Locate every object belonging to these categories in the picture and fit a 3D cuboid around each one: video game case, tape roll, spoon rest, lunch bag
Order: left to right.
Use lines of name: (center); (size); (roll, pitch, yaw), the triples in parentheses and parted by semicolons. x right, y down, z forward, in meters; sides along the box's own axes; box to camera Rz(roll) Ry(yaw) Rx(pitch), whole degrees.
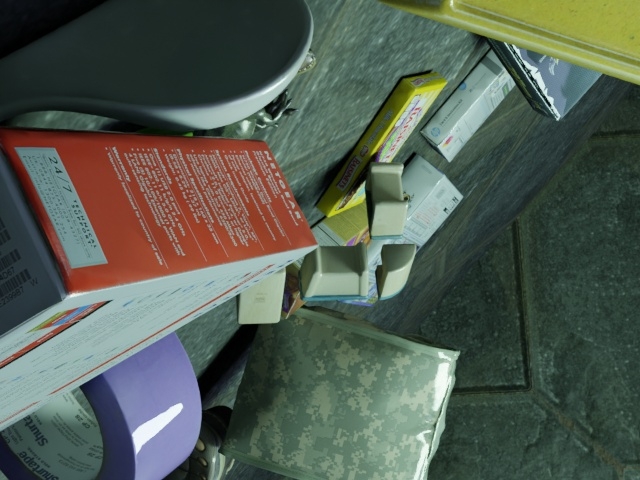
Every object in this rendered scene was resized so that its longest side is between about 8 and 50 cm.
tape roll: (-0.191, 0.120, 0.897); (0.080, 0.189, 0.189); (-35, 161, -49)
spoon rest: (-0.130, -0.088, 0.682); (0.276, 0.137, 0.084); (-33, 144, -13)
lunch bag: (0.038, 0.226, 1.599); (0.169, 0.286, 0.235); (21, 86, -76)
video game case: (0.112, -0.009, 1.799); (0.244, 0.061, 0.269); (-51, 167, 4)

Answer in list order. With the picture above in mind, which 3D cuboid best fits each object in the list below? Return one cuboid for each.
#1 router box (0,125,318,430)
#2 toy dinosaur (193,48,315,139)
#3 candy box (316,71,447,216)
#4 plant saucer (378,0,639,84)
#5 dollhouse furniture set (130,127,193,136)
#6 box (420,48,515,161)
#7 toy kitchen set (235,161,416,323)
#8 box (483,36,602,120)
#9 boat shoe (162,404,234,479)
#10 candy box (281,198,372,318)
router box: (-0.204, 0.057, 0.655); (0.335, 0.082, 0.301); (-30, 173, 19)
toy dinosaur: (-0.078, -0.078, 0.998); (0.118, 0.064, 0.268); (-15, 147, -56)
candy box: (0.077, -0.121, 1.439); (0.206, 0.027, 0.105); (-55, 167, 27)
plant saucer: (0.247, -0.270, 0.955); (0.081, 0.332, 0.333); (-94, -156, -43)
dollhouse furniture set: (-0.135, -0.010, 0.894); (0.058, 0.076, 0.152); (-27, 124, -52)
box: (0.228, -0.205, 1.667); (0.186, 0.038, 0.145); (-51, 167, 5)
toy kitchen set: (0.000, 0.000, 1.389); (0.207, 0.166, 0.122); (0, 148, -7)
box: (0.324, -0.297, 1.457); (0.233, 0.059, 0.183); (-47, 129, -4)
boat shoe: (-0.208, 0.386, 1.735); (0.130, 0.132, 0.355); (-31, 159, -52)
candy box: (0.008, 0.015, 1.552); (0.186, 0.053, 0.109); (-37, 163, -37)
